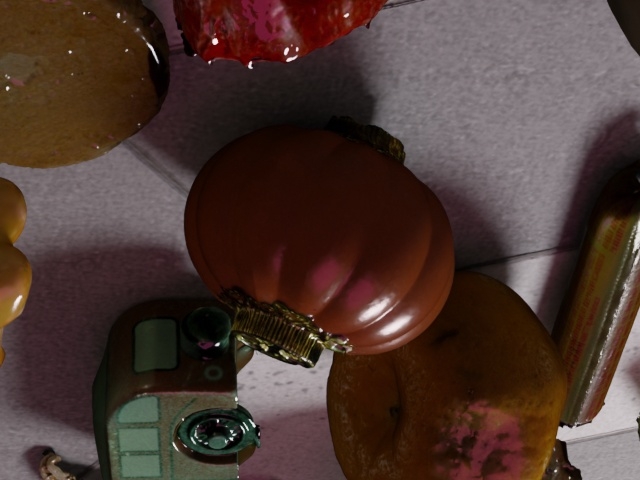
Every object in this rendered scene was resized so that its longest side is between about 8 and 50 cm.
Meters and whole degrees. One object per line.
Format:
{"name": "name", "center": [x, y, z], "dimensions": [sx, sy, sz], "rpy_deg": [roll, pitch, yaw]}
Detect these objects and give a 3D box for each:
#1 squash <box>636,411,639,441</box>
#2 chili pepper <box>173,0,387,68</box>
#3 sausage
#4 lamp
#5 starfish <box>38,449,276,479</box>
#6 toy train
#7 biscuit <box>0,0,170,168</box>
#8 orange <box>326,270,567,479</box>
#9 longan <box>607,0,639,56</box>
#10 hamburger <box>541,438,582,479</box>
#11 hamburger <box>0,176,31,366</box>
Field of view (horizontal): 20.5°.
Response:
{"name": "squash", "center": [0.437, 0.242, 1.895], "dimensions": [0.132, 0.132, 0.247], "rpy_deg": [-22, 142, 18]}
{"name": "chili pepper", "center": [-0.034, -0.238, 1.150], "dimensions": [0.144, 0.136, 0.253], "rpy_deg": [12, 140, 16]}
{"name": "sausage", "center": [0.261, 0.043, 1.632], "dimensions": [0.082, 0.082, 0.371], "rpy_deg": [-3, 143, -8]}
{"name": "lamp", "center": [0.000, 0.000, 1.408], "dimensions": [0.223, 0.196, 0.223], "rpy_deg": [22, 166, 6]}
{"name": "starfish", "center": [-0.191, 0.272, 1.870], "dimensions": [0.295, 0.048, 0.231], "rpy_deg": [-10, 143, -4]}
{"name": "toy train", "center": [-0.132, 0.182, 1.673], "dimensions": [0.159, 0.129, 0.326], "rpy_deg": [-2, 137, -4]}
{"name": "biscuit", "center": [-0.217, -0.129, 1.308], "dimensions": [0.226, 0.042, 0.226], "rpy_deg": [-5, 146, -4]}
{"name": "orange", "center": [0.131, 0.154, 1.635], "dimensions": [0.183, 0.249, 0.249], "rpy_deg": [-4, 148, -35]}
{"name": "longan", "center": [0.328, -0.216, 1.112], "dimensions": [0.319, 0.319, 0.319], "rpy_deg": [-6, 145, -4]}
{"name": "hamburger", "center": [0.151, 0.414, 1.897], "dimensions": [0.268, 0.445, 0.287], "rpy_deg": [-9, 174, -4]}
{"name": "hamburger", "center": [-0.327, 0.037, 1.328], "dimensions": [0.186, 0.261, 0.303], "rpy_deg": [6, 145, -24]}
